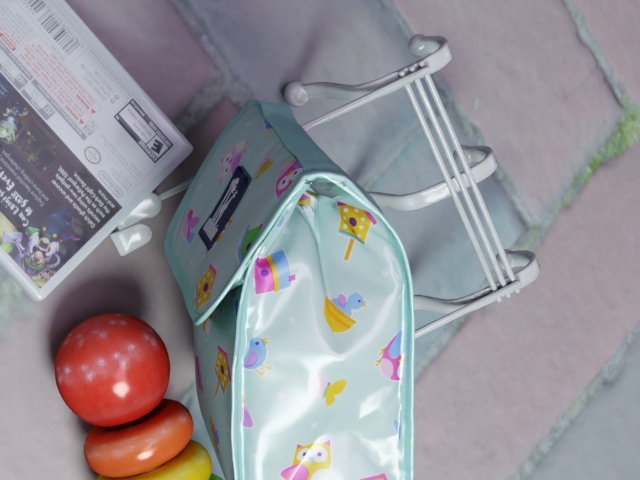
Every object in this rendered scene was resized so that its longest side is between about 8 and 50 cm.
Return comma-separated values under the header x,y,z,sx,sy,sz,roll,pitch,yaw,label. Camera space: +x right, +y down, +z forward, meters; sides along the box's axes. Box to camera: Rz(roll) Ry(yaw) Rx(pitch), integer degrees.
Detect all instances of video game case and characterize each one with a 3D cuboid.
x,y,z,sx,sy,sz,roll,pitch,yaw,label
-0.216,-0.081,1.241,0.173,0.022,0.190,-47,107,-20,video game case

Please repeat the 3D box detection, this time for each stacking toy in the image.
x,y,z,sx,sy,sz,roll,pitch,yaw,label
-0.126,0.214,1.310,0.141,0.141,0.330,-28,107,-28,stacking toy

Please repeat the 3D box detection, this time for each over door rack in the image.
x,y,z,sx,sy,sz,roll,pitch,yaw,label
0.000,0.000,1.383,0.324,0.108,0.239,-30,113,-11,over door rack

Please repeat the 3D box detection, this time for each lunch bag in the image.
x,y,z,sx,sy,sz,roll,pitch,yaw,label
-0.023,0.042,1.200,0.160,0.223,0.262,-7,109,-10,lunch bag
